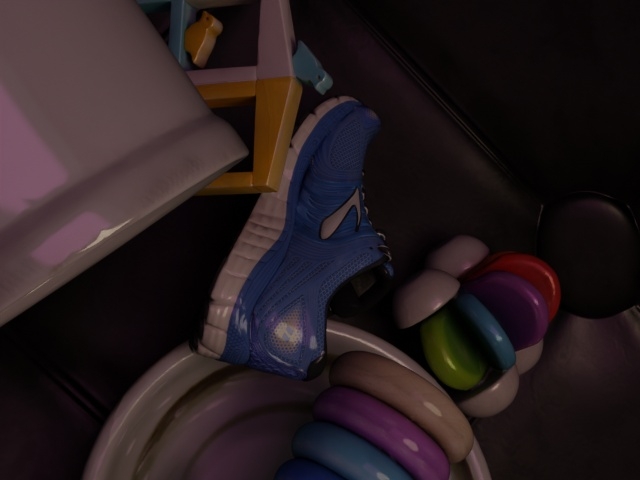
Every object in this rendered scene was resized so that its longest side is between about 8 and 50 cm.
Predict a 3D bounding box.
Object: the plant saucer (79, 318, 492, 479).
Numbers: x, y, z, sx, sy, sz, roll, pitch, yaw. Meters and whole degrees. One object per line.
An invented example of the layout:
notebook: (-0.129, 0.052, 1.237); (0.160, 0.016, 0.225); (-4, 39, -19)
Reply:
plant saucer: (-0.031, 0.272, 1.023); (0.400, 0.100, 0.400); (6, 71, -18)

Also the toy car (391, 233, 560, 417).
toy car: (0.172, 0.074, 1.113); (0.159, 0.136, 0.182); (56, 39, -6)

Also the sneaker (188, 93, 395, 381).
sneaker: (0.000, 0.000, 1.041); (0.147, 0.130, 0.330); (27, 53, -4)

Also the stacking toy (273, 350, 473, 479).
stacking toy: (-0.010, 0.258, 0.914); (0.141, 0.141, 0.330); (40, 69, -11)

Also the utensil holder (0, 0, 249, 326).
utensil holder: (-0.291, -0.133, 0.819); (0.327, 0.327, 0.385); (-35, 94, -22)

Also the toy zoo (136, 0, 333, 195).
toy zoo: (-0.132, -0.135, 1.002); (0.293, 0.030, 0.192); (-1, 80, 20)
